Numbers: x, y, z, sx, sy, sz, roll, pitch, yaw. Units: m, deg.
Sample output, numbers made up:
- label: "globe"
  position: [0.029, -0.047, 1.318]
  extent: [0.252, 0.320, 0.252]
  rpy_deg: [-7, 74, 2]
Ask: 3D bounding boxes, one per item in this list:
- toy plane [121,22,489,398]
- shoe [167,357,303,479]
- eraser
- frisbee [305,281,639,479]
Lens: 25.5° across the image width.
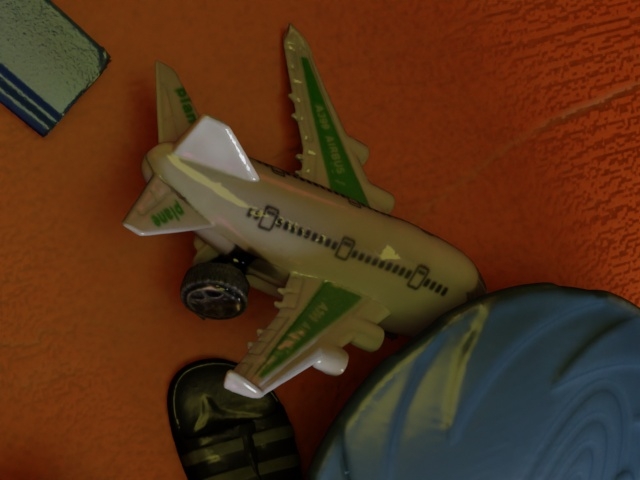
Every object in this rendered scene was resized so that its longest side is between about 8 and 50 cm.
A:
- label: "toy plane"
  position: [-0.003, 0.002, 0.822]
  extent: [0.255, 0.101, 0.251]
  rpy_deg: [29, 49, -28]
- label: "shoe"
  position: [-0.039, 0.157, 0.851]
  extent: [0.071, 0.049, 0.179]
  rpy_deg: [-17, 96, -13]
- label: "eraser"
  position: [-0.172, -0.110, 0.818]
  extent: [0.085, 0.027, 0.063]
  rpy_deg: [42, 82, -12]
- label: "frisbee"
  position: [0.118, 0.166, 0.841]
  extent: [0.290, 0.049, 0.289]
  rpy_deg: [-10, 114, -24]
